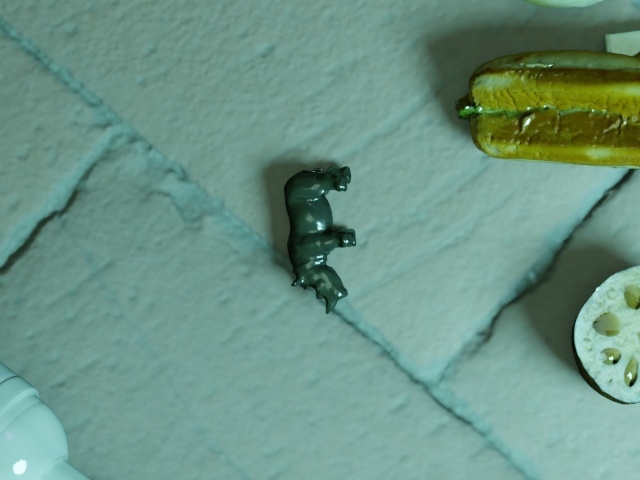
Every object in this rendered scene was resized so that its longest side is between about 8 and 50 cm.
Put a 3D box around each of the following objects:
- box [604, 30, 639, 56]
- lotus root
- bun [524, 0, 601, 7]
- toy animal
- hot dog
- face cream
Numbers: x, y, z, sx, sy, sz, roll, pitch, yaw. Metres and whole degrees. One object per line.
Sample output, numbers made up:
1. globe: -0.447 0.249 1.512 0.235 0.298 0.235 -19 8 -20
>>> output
1. box: 0.342 -0.149 1.236 0.167 0.024 0.090 -6 88 8
2. lotus root: 0.279 0.081 1.207 0.122 0.081 0.112 -20 83 7
3. bun: 0.213 -0.295 1.223 0.183 0.102 0.183 0 89 10
4. toy animal: 0.000 0.000 1.267 0.065 0.047 0.135 -6 88 13
5. hot dog: 0.238 -0.117 1.211 0.250 0.076 0.104 4 112 26
6. face cream: -0.322 0.174 1.252 0.370 0.145 0.145 34 92 9
